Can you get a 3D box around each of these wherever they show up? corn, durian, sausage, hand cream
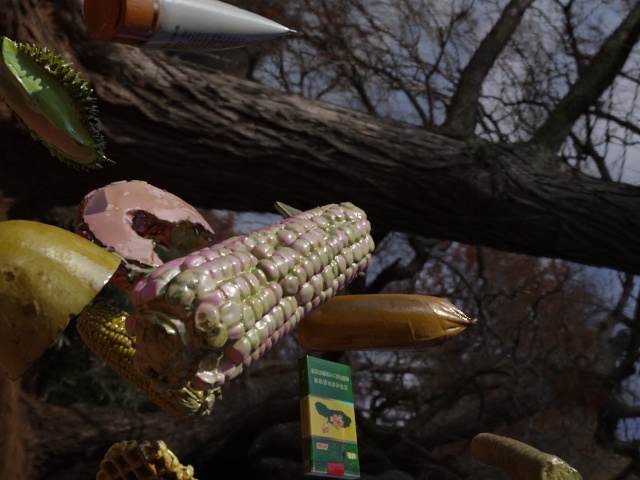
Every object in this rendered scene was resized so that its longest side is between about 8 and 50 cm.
[{"bbox_3d":[-0.058,0.040,0.713,0.335,0.127,0.126,-31,150,-54],"label":"corn"},{"bbox_3d":[-0.382,-0.199,1.005,0.095,0.220,0.137,-45,-157,-31],"label":"durian"},{"bbox_3d":[0.120,0.150,1.256,0.112,0.329,0.112,-3,90,-80],"label":"sausage"},{"bbox_3d":[-0.263,0.179,1.042,0.091,0.260,0.091,-32,147,-48],"label":"corn"},{"bbox_3d":[-0.173,-0.304,0.973,0.140,0.314,0.089,2,-84,33],"label":"hand cream"}]

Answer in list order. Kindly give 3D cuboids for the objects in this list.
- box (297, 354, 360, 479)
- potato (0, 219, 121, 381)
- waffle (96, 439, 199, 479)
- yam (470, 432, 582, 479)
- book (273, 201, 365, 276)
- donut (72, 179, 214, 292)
[{"bbox_3d":[0.016,0.359,1.398,0.034,0.132,0.235,-31,-128,38],"label":"box"},{"bbox_3d":[-0.375,0.054,0.862,0.203,0.158,0.178,-42,-164,30],"label":"potato"},{"bbox_3d":[-0.267,0.392,1.073,0.038,0.191,0.191,-57,169,-66],"label":"waffle"},{"bbox_3d":[0.361,0.408,1.267,0.357,0.081,0.081,136,-35,-78],"label":"yam"},{"bbox_3d":[0.000,0.000,1.345,0.013,0.192,0.168,-47,164,7],"label":"book"},{"bbox_3d":[-0.302,-0.010,1.126,0.085,0.199,0.233,-60,173,33],"label":"donut"}]
